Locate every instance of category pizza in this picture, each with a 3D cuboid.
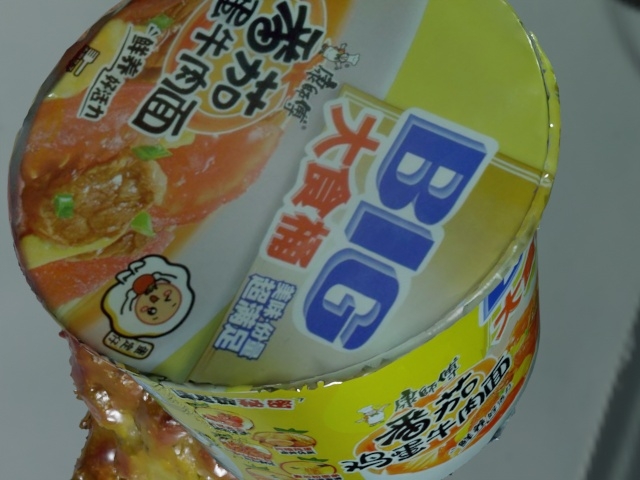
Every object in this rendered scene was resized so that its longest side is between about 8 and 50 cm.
[{"bbox_3d":[-0.071,0.096,1.047,0.289,0.229,0.081,26,30,11],"label":"pizza"}]

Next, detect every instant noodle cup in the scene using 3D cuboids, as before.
[{"bbox_3d":[0.000,0.000,0.689,0.153,0.205,0.205,65,40,-57],"label":"instant noodle cup"}]
